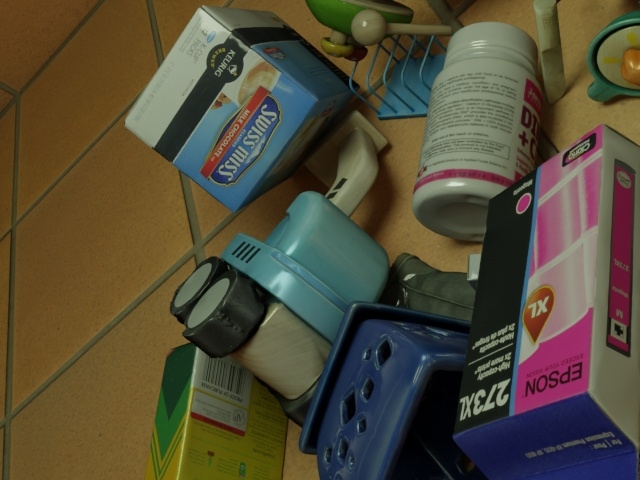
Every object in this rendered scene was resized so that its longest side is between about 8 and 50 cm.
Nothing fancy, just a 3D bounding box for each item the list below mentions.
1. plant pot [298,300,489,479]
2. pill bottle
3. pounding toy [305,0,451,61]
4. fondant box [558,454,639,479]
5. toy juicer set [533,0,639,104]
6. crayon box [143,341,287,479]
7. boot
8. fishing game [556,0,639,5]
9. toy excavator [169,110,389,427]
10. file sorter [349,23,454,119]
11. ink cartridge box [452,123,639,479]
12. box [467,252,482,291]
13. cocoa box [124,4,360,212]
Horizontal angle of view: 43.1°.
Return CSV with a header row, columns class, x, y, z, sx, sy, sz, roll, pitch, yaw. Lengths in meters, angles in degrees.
class,x,y,z,sx,sy,sz,roll,pitch,yaw
plant pot,0.118,0.201,0.939,0.212,0.235,0.236,38,112,57
pill bottle,0.227,-0.155,1.146,0.160,0.160,0.283,-10,58,42
pounding toy,0.063,-0.329,1.289,0.237,0.182,0.110,43,125,46
fondant box,0.322,0.215,0.741,0.096,0.238,0.330,13,75,47
toy juicer set,0.387,-0.257,1.011,0.329,0.209,0.090,-10,50,41
crayon box,-0.151,0.330,1.181,0.081,0.202,0.319,-20,51,37
boot,0.158,0.113,1.121,0.208,0.076,0.190,23,84,44
fishing game,0.448,-0.343,1.075,0.264,0.041,0.189,-6,21,27
toy excavator,0.000,0.000,1.204,0.445,0.222,0.433,-50,18,-6
file sorter,0.149,-0.282,1.355,0.170,0.104,0.118,5,69,47
ink cartridge box,0.210,0.081,0.743,0.176,0.069,0.371,-39,31,52
box,0.280,0.052,0.934,0.186,0.145,0.038,-7,61,26
cocoa box,-0.112,-0.228,1.351,0.231,0.228,0.347,-51,-1,19
